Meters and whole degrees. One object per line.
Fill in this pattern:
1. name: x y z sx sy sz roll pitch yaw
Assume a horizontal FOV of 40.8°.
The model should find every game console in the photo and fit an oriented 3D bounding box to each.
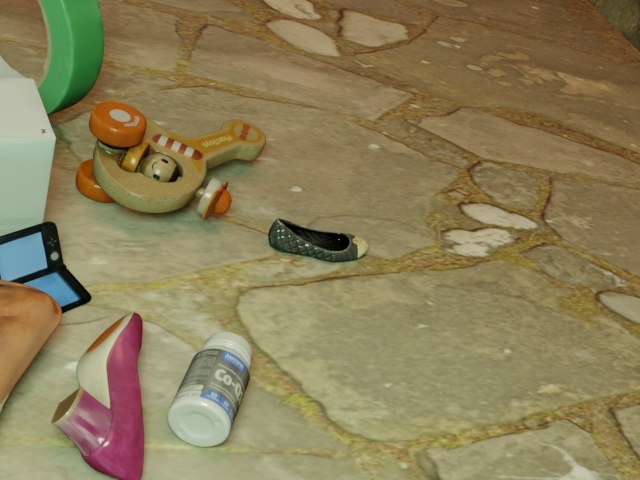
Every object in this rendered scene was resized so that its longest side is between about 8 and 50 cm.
1. game console: -0.376 0.043 1.129 0.071 0.107 0.122 11 23 38

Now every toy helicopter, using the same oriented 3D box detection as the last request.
1. toy helicopter: -0.200 -0.127 1.390 0.235 0.140 0.355 38 36 19

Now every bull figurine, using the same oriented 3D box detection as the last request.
1. bull figurine: -0.411 0.148 0.942 0.189 0.101 0.310 20 35 2

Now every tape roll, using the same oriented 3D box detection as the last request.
1. tape roll: -0.494 -0.353 1.371 0.321 0.321 0.077 32 36 14

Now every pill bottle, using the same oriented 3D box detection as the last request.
1. pill bottle: -0.132 0.180 1.064 0.078 0.078 0.137 20 36 -1

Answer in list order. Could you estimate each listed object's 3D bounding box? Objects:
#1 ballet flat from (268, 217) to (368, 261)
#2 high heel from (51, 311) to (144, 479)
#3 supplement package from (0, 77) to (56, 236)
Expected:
1. ballet flat: 0.000 0.000 1.395 0.173 0.049 0.057 7 39 -20
2. high heel: -0.234 0.181 1.037 0.117 0.082 0.244 48 15 -17
3. supplement package: -0.475 -0.097 1.145 0.194 0.203 0.149 -2 42 -31
